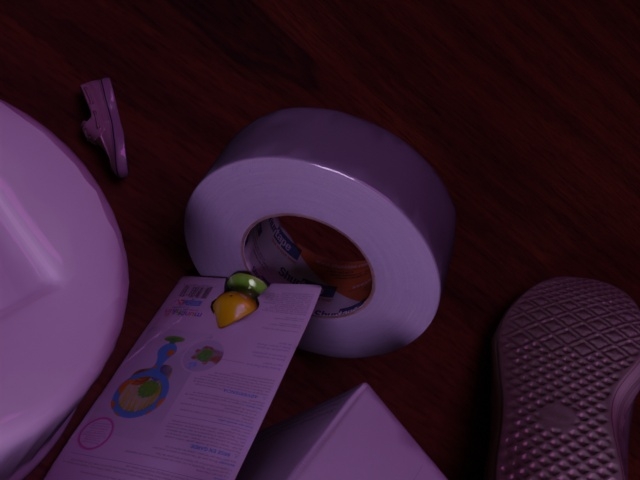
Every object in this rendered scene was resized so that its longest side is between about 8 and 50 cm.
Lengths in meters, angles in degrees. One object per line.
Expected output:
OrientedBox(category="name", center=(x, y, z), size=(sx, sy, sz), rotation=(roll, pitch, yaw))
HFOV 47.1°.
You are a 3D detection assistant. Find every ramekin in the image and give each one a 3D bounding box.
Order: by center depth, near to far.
OrientedBox(category="ramekin", center=(-0.256, 0.030, 0.450), size=(0.277, 0.135, 0.277), rotation=(20, 53, -29))

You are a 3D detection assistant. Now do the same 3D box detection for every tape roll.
OrientedBox(category="tape roll", center=(0.000, 0.000, 0.615), size=(0.219, 0.219, 0.072), rotation=(38, 46, -14))

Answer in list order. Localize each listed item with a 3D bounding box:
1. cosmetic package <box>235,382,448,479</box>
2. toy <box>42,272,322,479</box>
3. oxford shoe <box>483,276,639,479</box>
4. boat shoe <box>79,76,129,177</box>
OrientedBox(category="cosmetic package", center=(0.010, 0.233, 0.526), size=(0.184, 0.151, 0.151), rotation=(51, 44, -3))
OrientedBox(category="toy", center=(-0.094, 0.126, 0.553), size=(0.056, 0.136, 0.237), rotation=(72, 31, -41))
OrientedBox(category="oxford shoe", center=(0.257, 0.188, 0.784), size=(0.449, 0.169, 0.130), rotation=(-58, 148, -51))
OrientedBox(category="boat shoe", center=(-0.195, -0.099, 0.656), size=(0.035, 0.035, 0.100), rotation=(-13, 75, -14))
